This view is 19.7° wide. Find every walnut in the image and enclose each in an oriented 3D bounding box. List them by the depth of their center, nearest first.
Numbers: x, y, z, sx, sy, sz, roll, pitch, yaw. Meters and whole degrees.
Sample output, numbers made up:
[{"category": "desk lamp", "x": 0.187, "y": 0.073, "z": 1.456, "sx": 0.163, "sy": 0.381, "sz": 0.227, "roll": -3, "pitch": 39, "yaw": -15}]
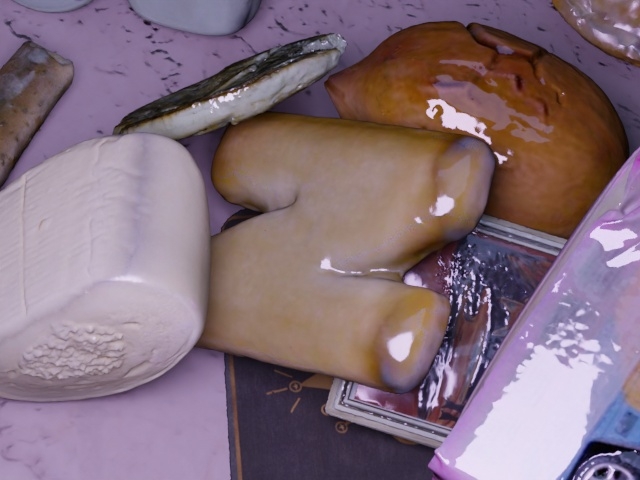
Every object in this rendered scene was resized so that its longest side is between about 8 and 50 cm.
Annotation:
[{"category": "walnut", "x": 0.146, "y": -0.100, "z": 1.714, "sx": 0.298, "sy": 0.203, "sz": 0.203, "roll": 22, "pitch": 57, "yaw": -4}]

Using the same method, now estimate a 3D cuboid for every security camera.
[{"category": "security camera", "x": -0.200, "y": -0.297, "z": 1.849, "sx": 0.302, "sy": 0.157, "sz": 0.080, "roll": 12, "pitch": 30, "yaw": 7}]

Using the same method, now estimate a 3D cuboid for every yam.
[{"category": "yam", "x": -0.330, "y": -0.066, "z": 1.728, "sx": 0.071, "sy": 0.067, "sz": 0.317, "roll": 31, "pitch": 60, "yaw": 0}]

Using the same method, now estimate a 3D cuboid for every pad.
[{"category": "pad", "x": 0.070, "y": 0.105, "z": 1.658, "sx": 0.315, "sy": 0.063, "sz": 0.375, "roll": -2, "pitch": 58, "yaw": -7}]

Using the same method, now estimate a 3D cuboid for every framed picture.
[{"category": "framed picture", "x": 0.163, "y": 0.091, "z": 1.624, "sx": 0.273, "sy": 0.016, "sz": 0.216, "roll": 17, "pitch": 84, "yaw": 0}]

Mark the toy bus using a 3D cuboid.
[{"category": "toy bus", "x": 0.248, "y": 0.083, "z": 1.536, "sx": 0.162, "sy": 0.171, "sz": 0.386, "roll": 33, "pitch": 84, "yaw": 7}]

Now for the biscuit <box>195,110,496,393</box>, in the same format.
[{"category": "biscuit", "x": 0.000, "y": 0.000, "z": 1.621, "sx": 0.291, "sy": 0.062, "sz": 0.236, "roll": 11, "pitch": 75, "yaw": 37}]

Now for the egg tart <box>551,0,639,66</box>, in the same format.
[{"category": "egg tart", "x": 0.387, "y": -0.330, "z": 1.924, "sx": 0.352, "sy": 0.150, "sz": 0.352, "roll": 1, "pitch": 60, "yaw": -2}]

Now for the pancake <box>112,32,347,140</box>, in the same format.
[{"category": "pancake", "x": -0.087, "y": -0.135, "z": 1.723, "sx": 0.254, "sy": 0.253, "sz": 0.037, "roll": -29, "pitch": 102, "yaw": -22}]

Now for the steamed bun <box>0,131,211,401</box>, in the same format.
[{"category": "steamed bun", "x": -0.195, "y": 0.027, "z": 1.607, "sx": 0.250, "sy": 0.155, "sz": 0.200, "roll": -23, "pitch": 50, "yaw": 28}]
